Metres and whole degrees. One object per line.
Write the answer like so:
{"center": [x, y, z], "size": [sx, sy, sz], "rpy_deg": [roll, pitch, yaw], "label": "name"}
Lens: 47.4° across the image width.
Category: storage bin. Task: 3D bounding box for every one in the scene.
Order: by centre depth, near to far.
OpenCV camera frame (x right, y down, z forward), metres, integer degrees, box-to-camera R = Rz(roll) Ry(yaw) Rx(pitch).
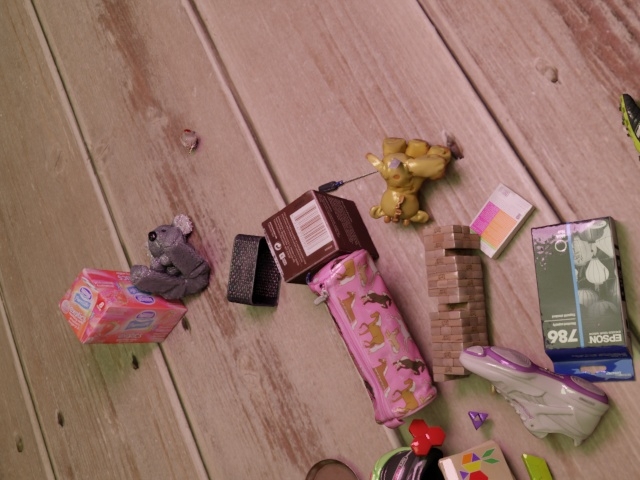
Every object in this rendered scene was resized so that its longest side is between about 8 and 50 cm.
{"center": [-0.167, 0.079, 1.903], "size": [0.084, 0.122, 0.180], "rpy_deg": [5, 86, 32], "label": "storage bin"}

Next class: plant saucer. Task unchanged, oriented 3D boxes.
{"center": [0.035, 0.612, 1.765], "size": [0.168, 0.029, 0.168], "rpy_deg": [-5, 81, 31], "label": "plant saucer"}

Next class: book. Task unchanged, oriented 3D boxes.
{"center": [0.394, -0.043, 1.621], "size": [0.096, 0.035, 0.144], "rpy_deg": [44, 107, 33], "label": "book"}

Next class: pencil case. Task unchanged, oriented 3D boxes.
{"center": [0.116, 0.215, 1.618], "size": [0.167, 0.160, 0.386], "rpy_deg": [-28, 92, -11], "label": "pencil case"}

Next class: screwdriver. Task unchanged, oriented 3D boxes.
{"center": [0.068, -0.155, 1.845], "size": [0.170, 0.024, 0.025], "rpy_deg": [-22, 102, 27], "label": "screwdriver"}

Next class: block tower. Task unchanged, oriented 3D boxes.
{"center": [0.299, 0.137, 1.604], "size": [0.097, 0.091, 0.335], "rpy_deg": [-10, 81, 50], "label": "block tower"}

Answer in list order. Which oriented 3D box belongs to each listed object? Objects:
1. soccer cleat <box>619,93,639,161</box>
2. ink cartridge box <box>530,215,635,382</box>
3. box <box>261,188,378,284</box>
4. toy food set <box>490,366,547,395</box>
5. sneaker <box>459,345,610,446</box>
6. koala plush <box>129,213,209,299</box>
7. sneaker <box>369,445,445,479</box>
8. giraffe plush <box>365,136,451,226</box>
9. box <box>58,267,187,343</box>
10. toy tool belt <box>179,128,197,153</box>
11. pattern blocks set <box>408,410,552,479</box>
{"center": [0.658, -0.219, 1.467], "size": [0.072, 0.060, 0.179], "rpy_deg": [-23, 79, 18], "label": "soccer cleat"}
{"center": [0.535, 0.125, 1.494], "size": [0.165, 0.065, 0.332], "rpy_deg": [-11, 79, 30], "label": "ink cartridge box"}
{"center": [0.000, 0.000, 1.760], "size": [0.167, 0.203, 0.168], "rpy_deg": [-34, 67, 24], "label": "box"}
{"center": [0.427, 0.307, 1.565], "size": [0.122, 0.019, 0.078], "rpy_deg": [-2, 83, 24], "label": "toy food set"}
{"center": [0.416, 0.317, 1.478], "size": [0.305, 0.114, 0.152], "rpy_deg": [23, 107, 11], "label": "sneaker"}
{"center": [-0.425, 0.037, 2.062], "size": [0.196, 0.203, 0.221], "rpy_deg": [-44, 42, 10], "label": "koala plush"}
{"center": [0.263, 0.662, 1.526], "size": [0.202, 0.185, 0.483], "rpy_deg": [-34, 69, 28], "label": "sneaker"}
{"center": [0.197, -0.126, 1.692], "size": [0.181, 0.210, 0.170], "rpy_deg": [20, 123, 29], "label": "giraffe plush"}
{"center": [-0.540, 0.186, 2.018], "size": [0.142, 0.300, 0.154], "rpy_deg": [-50, 61, 17], "label": "box"}
{"center": [-0.386, -0.288, 2.128], "size": [0.083, 0.052, 0.051], "rpy_deg": [-124, 36, -58], "label": "toy tool belt"}
{"center": [0.333, 0.509, 1.501], "size": [0.285, 0.026, 0.325], "rpy_deg": [-7, 55, -2], "label": "pattern blocks set"}
